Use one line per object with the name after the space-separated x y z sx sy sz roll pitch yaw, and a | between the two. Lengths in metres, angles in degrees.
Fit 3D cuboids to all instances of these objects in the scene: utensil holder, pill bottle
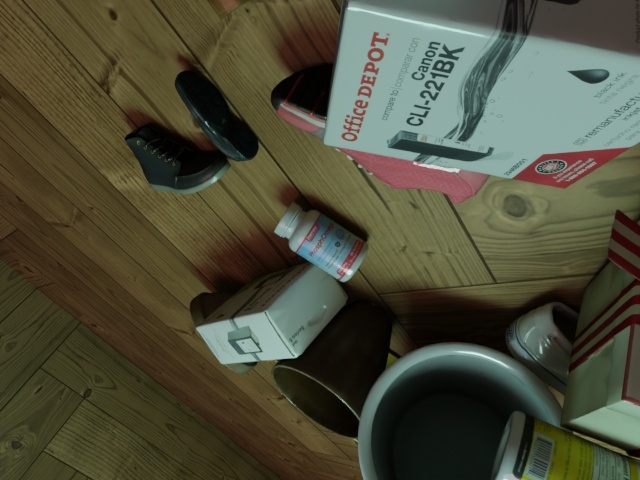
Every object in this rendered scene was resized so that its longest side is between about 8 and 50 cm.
0.261 0.404 0.838 0.327 0.328 0.385 14 157 21 | utensil holder
0.000 0.000 0.794 0.160 0.087 0.087 32 143 -4 | pill bottle
0.341 0.322 0.566 0.208 0.119 0.119 19 142 23 | pill bottle

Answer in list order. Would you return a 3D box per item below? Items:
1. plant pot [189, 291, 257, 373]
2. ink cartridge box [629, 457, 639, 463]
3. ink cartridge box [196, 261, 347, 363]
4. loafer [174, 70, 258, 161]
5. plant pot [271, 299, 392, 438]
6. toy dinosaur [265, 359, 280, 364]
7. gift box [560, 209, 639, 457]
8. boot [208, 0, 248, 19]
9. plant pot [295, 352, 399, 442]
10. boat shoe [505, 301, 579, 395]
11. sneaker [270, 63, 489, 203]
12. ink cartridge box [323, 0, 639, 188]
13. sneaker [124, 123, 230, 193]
-0.216 0.212 1.127 0.237 0.109 0.237 52 -178 -3 | plant pot
0.616 0.558 1.050 0.275 0.060 0.239 15 139 20 | ink cartridge box
-0.107 0.156 0.942 0.272 0.198 0.115 -20 106 45 | ink cartridge box
-0.178 -0.194 0.714 0.061 0.062 0.170 -9 127 46 | loafer
0.052 0.243 0.909 0.215 0.230 0.215 26 144 21 | plant pot
-0.100 0.343 1.295 0.112 0.064 0.211 13 153 -7 | toy dinosaur
0.440 0.114 0.506 0.255 0.277 0.258 12 155 17 | gift box
-0.115 -0.389 0.416 0.264 0.096 0.280 -14 126 42 | boot
0.046 0.348 1.082 0.212 0.212 0.187 36 155 -8 | plant pot
0.496 0.212 0.687 0.367 0.136 0.156 36 141 9 | boat shoe
0.075 -0.126 0.576 0.313 0.116 0.136 20 144 13 | sneaker
0.146 -0.155 0.389 0.272 0.114 0.197 11 164 -1 | ink cartridge box
-0.272 -0.154 0.802 0.221 0.083 0.118 1 134 34 | sneaker
